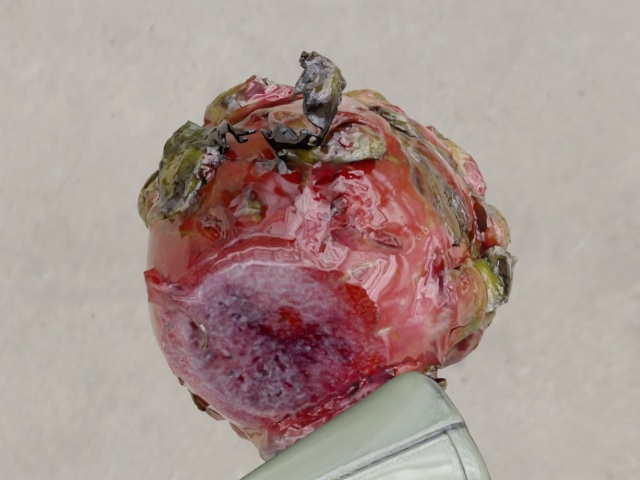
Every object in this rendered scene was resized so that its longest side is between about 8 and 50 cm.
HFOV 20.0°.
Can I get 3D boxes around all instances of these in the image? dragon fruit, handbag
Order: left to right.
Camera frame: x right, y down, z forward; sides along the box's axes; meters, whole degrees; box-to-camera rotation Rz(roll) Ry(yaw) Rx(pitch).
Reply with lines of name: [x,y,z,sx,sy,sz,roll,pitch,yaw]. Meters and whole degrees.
handbag: [-0.065,0.191,1.061,0.315,0.241,0.109,-20,70,-19]
dragon fruit: [0.000,0.000,1.294,0.269,0.250,0.291,53,30,-14]
